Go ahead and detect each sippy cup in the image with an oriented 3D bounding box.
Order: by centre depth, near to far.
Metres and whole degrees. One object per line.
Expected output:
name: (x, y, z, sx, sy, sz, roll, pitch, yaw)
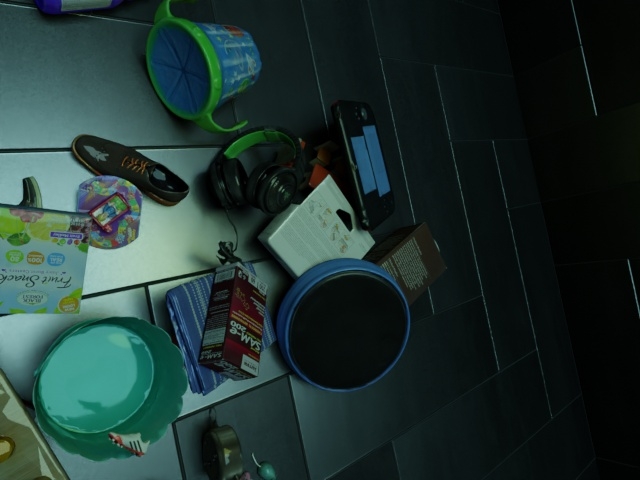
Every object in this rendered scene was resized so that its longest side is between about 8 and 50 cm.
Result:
sippy cup: (-0.281, -0.451, 1.129, 0.240, 0.306, 0.224, 31, 41, 20)

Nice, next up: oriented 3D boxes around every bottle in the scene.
bottle: (-0.530, -0.612, 1.036, 0.282, 0.092, 0.118, -30, 99, -36)

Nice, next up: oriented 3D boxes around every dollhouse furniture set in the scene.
dollhouse furniture set: (-0.011, -0.190, 1.324, 0.259, 0.135, 0.262, 29, 66, -30)

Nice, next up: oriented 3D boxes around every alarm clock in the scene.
alarm clock: (-0.243, 0.496, 1.051, 0.064, 0.129, 0.192, 1, 53, -34)

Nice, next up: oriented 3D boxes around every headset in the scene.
headset: (-0.175, -0.123, 1.149, 0.185, 0.243, 0.394, 68, 35, -55)

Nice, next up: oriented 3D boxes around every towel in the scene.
towel: (-0.231, 0.196, 1.075, 0.336, 0.040, 0.243, -21, 94, -66)

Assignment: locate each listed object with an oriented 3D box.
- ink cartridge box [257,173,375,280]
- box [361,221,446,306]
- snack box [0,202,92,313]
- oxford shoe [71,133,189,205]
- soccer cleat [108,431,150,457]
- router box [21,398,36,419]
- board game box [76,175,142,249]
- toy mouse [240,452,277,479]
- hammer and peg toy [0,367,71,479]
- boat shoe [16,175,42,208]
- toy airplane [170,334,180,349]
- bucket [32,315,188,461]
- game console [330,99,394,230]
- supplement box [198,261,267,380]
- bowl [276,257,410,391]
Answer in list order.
ink cartridge box: (0.000, 0.000, 1.277, 0.261, 0.066, 0.296, -50, 125, -18)
box: (0.241, 0.113, 1.462, 0.381, 0.143, 0.191, -34, 103, -34)
snack box: (-0.568, 0.039, 0.877, 0.174, 0.070, 0.207, 6, 99, -36)
oxford shoe: (-0.434, -0.175, 1.030, 0.271, 0.098, 0.097, 26, 68, -31)
soccer cleat: (-0.354, 0.369, 0.813, 0.083, 0.029, 0.036, 47, 49, -26)
router box: (-0.724, 0.382, 0.729, 0.301, 0.082, 0.336, 39, 61, -25)
board game box: (-0.474, -0.060, 0.988, 0.133, 0.033, 0.169, 6, 97, -28)
toy mouse: (-0.162, 0.627, 1.138, 0.160, 0.031, 0.143, 0, 82, -37)
hammer and peg toy: (-0.618, 0.399, 0.667, 0.361, 0.127, 0.266, -30, 100, -24)
boat shoe: (-0.606, -0.058, 0.909, 0.049, 0.056, 0.152, -8, 87, -42)
toy airplane: (-0.327, 0.223, 1.086, 0.151, 0.028, 0.151, 6, 79, -35)
bucket: (-0.433, 0.287, 0.900, 0.281, 0.183, 0.282, 7, 78, -36)
game console: (0.147, -0.245, 1.390, 0.342, 0.060, 0.387, -37, 113, -67)
supplement box: (-0.196, 0.187, 1.020, 0.130, 0.073, 0.240, 47, 36, -46)
bowl: (0.072, 0.246, 1.242, 0.390, 0.077, 0.392, -3, 101, -14)
